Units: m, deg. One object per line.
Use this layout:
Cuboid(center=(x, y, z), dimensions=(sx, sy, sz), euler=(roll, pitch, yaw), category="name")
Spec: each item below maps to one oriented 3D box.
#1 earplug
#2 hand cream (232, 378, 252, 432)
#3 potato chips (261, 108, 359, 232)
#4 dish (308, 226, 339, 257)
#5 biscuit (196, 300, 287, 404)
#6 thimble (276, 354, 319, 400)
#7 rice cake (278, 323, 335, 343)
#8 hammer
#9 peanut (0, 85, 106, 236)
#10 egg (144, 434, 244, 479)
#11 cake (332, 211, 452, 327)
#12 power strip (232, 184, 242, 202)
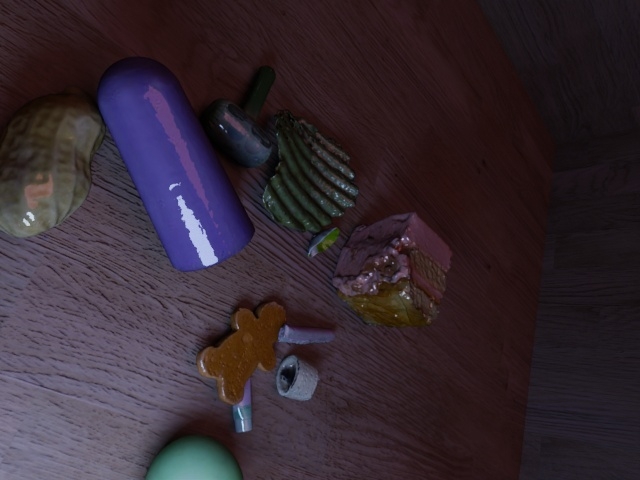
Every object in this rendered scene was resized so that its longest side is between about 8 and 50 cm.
Cuboid(center=(-0.324, -0.170, 1.052), dimensions=(0.215, 0.215, 0.456), euler=(-44, 125, -40), category="earplug")
Cuboid(center=(-0.213, 0.417, 1.273), dimensions=(0.076, 0.047, 0.174), euler=(8, 70, -46), category="hand cream")
Cuboid(center=(-0.030, -0.211, 1.494), dimensions=(0.389, 0.097, 0.373), euler=(15, 74, -47), category="potato chips")
Cuboid(center=(0.000, 0.000, 1.538), dimensions=(0.137, 0.039, 0.091), euler=(-36, 155, -25), category="dish")
Cuboid(center=(-0.195, 0.283, 1.292), dimensions=(0.324, 0.049, 0.205), euler=(-50, 119, -44), category="biscuit")
Cuboid(center=(-0.069, 0.396, 1.377), dimensions=(0.090, 0.102, 0.115), euler=(35, 36, -38), category="thimble")
Cuboid(center=(-0.038, 0.283, 1.435), dimensions=(0.270, 0.049, 0.055), euler=(21, 54, -54), category="rice cake")
Cuboid(center=(-0.198, -0.376, 1.344), dimensions=(0.206, 0.119, 0.335), euler=(41, 51, -35), category="hammer")
Cuboid(center=(-0.528, -0.164, 0.929), dimensions=(0.174, 0.158, 0.340), euler=(14, 71, -28), category="peanut")
Cuboid(center=(-0.277, 0.569, 1.053), dimensions=(0.220, 0.220, 0.269), euler=(-17, 99, -46), category="egg")
Cuboid(center=(0.243, 0.101, 1.596), dimensions=(0.293, 0.314, 0.306), euler=(43, 58, -32), category="cake")
Cuboid(center=(-0.329, -0.202, 1.209), dimensions=(0.385, 0.062, 0.091), euler=(56, 49, -25), category="power strip")
